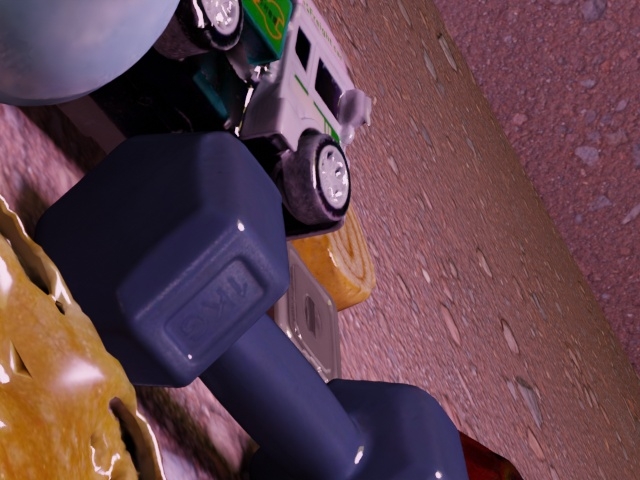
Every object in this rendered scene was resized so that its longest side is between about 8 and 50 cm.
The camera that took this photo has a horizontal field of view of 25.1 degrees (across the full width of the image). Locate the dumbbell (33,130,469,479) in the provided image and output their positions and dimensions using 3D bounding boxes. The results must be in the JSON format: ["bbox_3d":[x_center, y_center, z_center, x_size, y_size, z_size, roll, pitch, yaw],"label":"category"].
[{"bbox_3d":[-0.034,0.086,0.869,0.325,0.144,0.160,52,21,-36],"label":"dumbbell"}]

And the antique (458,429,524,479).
[{"bbox_3d":[0.113,0.261,1.099,0.223,0.129,0.278,53,17,-34],"label":"antique"}]

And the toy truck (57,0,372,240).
[{"bbox_3d":[-0.101,-0.145,0.874,0.363,0.176,0.178,55,38,-42],"label":"toy truck"}]

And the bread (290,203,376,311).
[{"bbox_3d":[0.000,0.000,1.245,0.122,0.073,0.149,48,22,-51],"label":"bread"}]

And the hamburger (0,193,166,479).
[{"bbox_3d":[-0.162,0.086,0.471,0.265,0.134,0.285,62,22,-20],"label":"hamburger"}]

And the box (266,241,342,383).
[{"bbox_3d":[-0.031,0.067,1.058,0.089,0.062,0.122,55,19,-32],"label":"box"}]

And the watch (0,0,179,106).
[{"bbox_3d":[-0.147,-0.117,0.365,0.211,0.211,0.193,58,-9,-21],"label":"watch"}]
